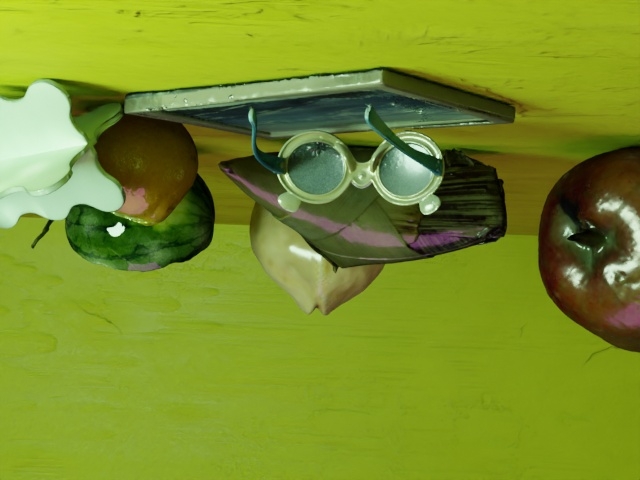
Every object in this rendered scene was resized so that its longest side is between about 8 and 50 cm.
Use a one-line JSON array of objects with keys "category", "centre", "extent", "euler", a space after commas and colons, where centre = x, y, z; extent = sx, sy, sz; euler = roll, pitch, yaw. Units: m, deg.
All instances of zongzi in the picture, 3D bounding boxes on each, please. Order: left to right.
[{"category": "zongzi", "centre": [0.065, -0.063, 1.730], "extent": [0.289, 0.154, 0.317], "euler": [-9, 165, 27]}]

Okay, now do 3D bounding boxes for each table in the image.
[{"category": "table", "centre": [-0.313, -0.086, 1.414], "extent": [0.198, 0.166, 0.166], "euler": [-7, 172, 30]}]

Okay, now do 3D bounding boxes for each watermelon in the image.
[{"category": "watermelon", "centre": [-0.260, -0.057, 1.862], "extent": [0.232, 0.127, 0.204], "euler": [13, -138, 17]}]

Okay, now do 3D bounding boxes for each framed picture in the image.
[{"category": "framed picture", "centre": [-0.002, -0.138, 1.402], "extent": [0.335, 0.022, 0.247], "euler": [-1, 176, 37]}]

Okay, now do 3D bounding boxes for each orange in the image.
[{"category": "orange", "centre": [-0.214, -0.084, 1.526], "extent": [0.155, 0.134, 0.154], "euler": [-4, 172, -1]}]

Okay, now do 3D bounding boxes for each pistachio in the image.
[{"category": "pistachio", "centre": [0.000, 0.000, 2.060], "extent": [0.230, 0.229, 0.309], "euler": [2, -179, -4]}]

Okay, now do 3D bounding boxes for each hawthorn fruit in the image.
[{"category": "hawthorn fruit", "centre": [0.400, 0.003, 1.677], "extent": [0.268, 0.267, 0.301], "euler": [0, 174, 38]}]

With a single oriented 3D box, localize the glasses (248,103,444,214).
[{"category": "glasses", "centre": [0.023, -0.109, 1.388], "extent": [0.190, 0.088, 0.220], "euler": [2, 158, 16]}]
